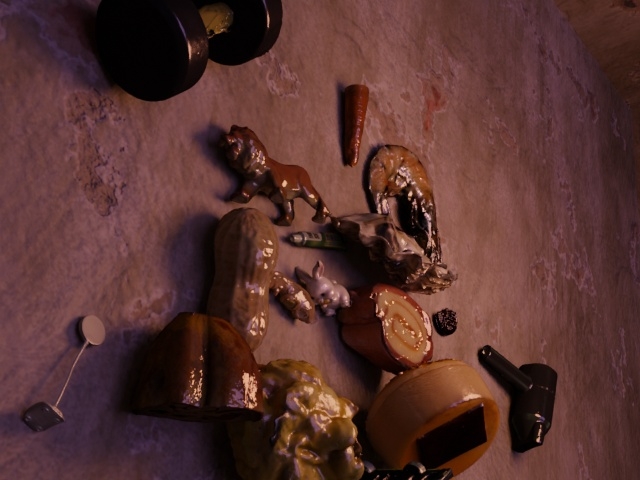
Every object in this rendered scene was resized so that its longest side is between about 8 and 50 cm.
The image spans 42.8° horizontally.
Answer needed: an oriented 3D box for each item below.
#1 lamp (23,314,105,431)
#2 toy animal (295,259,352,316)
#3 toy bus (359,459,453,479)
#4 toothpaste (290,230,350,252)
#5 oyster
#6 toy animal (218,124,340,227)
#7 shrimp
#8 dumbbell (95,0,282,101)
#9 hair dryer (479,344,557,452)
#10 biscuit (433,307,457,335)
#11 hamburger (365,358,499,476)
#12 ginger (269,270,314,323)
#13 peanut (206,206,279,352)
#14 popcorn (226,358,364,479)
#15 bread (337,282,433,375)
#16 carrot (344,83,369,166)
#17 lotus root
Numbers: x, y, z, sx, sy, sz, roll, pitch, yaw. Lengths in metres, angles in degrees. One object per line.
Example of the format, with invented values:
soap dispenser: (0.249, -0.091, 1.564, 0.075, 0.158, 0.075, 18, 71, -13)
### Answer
lamp: (-0.380, 0.194, 1.230, 0.050, 0.056, 0.198, 50, 32, -27)
toy animal: (0.008, 0.105, 1.715, 0.124, 0.071, 0.085, 29, 56, -43)
toy bus: (0.133, 0.517, 1.574, 0.128, 0.262, 0.150, -22, 98, -52)
toothpaste: (0.000, 0.000, 1.775, 0.204, 0.031, 0.049, 5, 61, -54)
oyster: (0.188, 0.038, 1.878, 0.238, 0.115, 0.351, 46, 7, 40)
toy animal: (-0.091, -0.129, 1.658, 0.312, 0.097, 0.157, 24, 53, -47)
shrimp: (0.207, -0.065, 2.044, 0.233, 0.071, 0.365, -3, 81, -43)
dumbbell: (-0.229, -0.391, 1.478, 0.322, 0.204, 0.204, -42, 111, -50)
hair dryer: (0.533, 0.423, 2.267, 0.302, 0.116, 0.244, 39, 49, -23)
biscuit: (0.325, 0.206, 2.120, 0.089, 0.027, 0.087, 49, 45, -30)
hamburger: (0.234, 0.382, 1.750, 0.300, 0.300, 0.176, 33, 14, -41)
ginger: (-0.071, 0.105, 1.638, 0.173, 0.051, 0.069, 34, 47, -35)
peanut: (-0.141, 0.073, 1.484, 0.120, 0.136, 0.298, 9, 68, -15)
popcorn: (-0.046, 0.352, 1.452, 0.252, 0.215, 0.286, -6, 87, -30)
bread: (0.141, 0.186, 1.814, 0.244, 0.123, 0.190, 41, 46, -37)
carrot: (0.081, -0.271, 1.960, 0.061, 0.061, 0.209, 26, 62, -45)
lotus root: (-0.190, 0.203, 1.322, 0.188, 0.199, 0.180, 28, 60, -49)
